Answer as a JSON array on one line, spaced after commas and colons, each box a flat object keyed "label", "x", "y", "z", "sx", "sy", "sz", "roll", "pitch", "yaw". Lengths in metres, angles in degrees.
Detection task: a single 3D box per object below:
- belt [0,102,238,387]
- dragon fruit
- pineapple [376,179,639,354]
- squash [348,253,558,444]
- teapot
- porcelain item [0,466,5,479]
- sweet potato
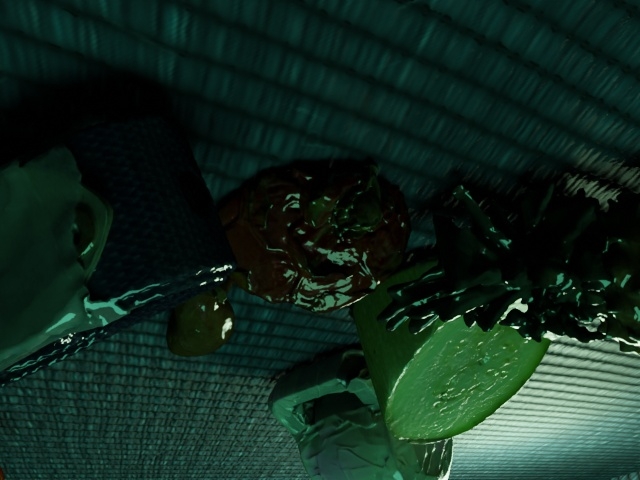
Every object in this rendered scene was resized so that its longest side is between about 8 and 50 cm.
[{"label": "belt", "x": -0.166, "y": 0.007, "z": 0.486, "sx": 0.230, "sy": 0.126, "sz": 0.140, "roll": -24, "pitch": 174, "yaw": 27}, {"label": "dragon fruit", "x": 0.000, "y": 0.000, "z": 0.577, "sx": 0.162, "sy": 0.083, "sz": 0.106, "roll": -2, "pitch": 151, "yaw": -10}, {"label": "pineapple", "x": 0.213, "y": 0.023, "z": 0.632, "sx": 0.340, "sy": 0.169, "sz": 0.169, "roll": 0, "pitch": 154, "yaw": 0}, {"label": "squash", "x": 0.143, "y": 0.089, "z": 0.762, "sx": 0.220, "sy": 0.133, "sz": 0.220, "roll": -10, "pitch": 149, "yaw": -6}, {"label": "teapot", "x": 0.044, "y": 0.239, "z": 0.985, "sx": 0.178, "sy": 0.163, "sz": 0.221, "roll": -17, "pitch": 155, "yaw": 31}, {"label": "porcelain item", "x": -0.502, "y": 0.298, "z": 0.913, "sx": 0.253, "sy": 0.253, "sz": 0.253, "roll": -7, "pitch": 154, "yaw": -4}, {"label": "sweet potato", "x": -0.103, "y": 0.066, "z": 0.700, "sx": 0.058, "sy": 0.055, "sz": 0.202, "roll": 0, "pitch": 153, "yaw": -18}]
